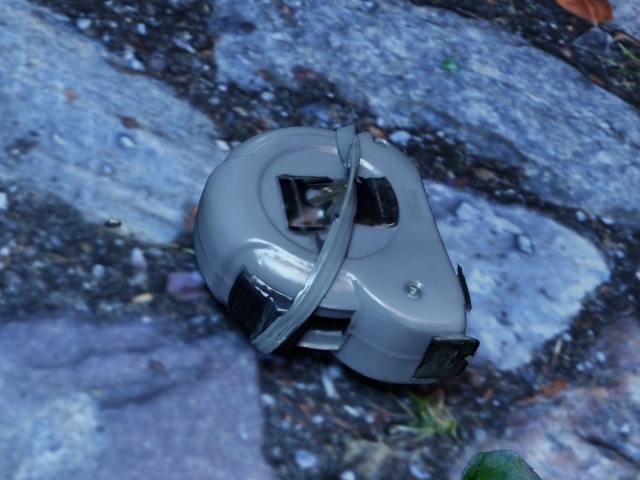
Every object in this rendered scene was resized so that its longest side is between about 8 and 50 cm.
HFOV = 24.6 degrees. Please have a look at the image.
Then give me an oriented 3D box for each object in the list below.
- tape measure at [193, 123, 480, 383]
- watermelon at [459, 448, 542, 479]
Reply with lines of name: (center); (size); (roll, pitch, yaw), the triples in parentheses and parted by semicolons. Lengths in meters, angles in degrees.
tape measure: (0.000, 0.000, 1.155); (0.197, 0.120, 0.236); (1, 50, -19)
watermelon: (0.173, 0.231, 1.082); (0.139, 0.071, 0.187); (11, 51, -19)
